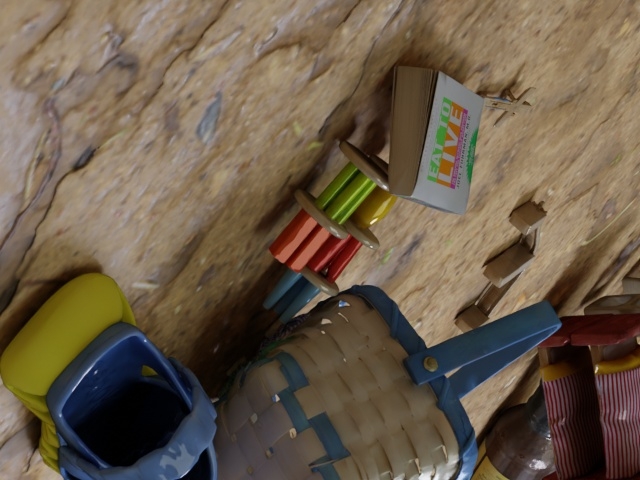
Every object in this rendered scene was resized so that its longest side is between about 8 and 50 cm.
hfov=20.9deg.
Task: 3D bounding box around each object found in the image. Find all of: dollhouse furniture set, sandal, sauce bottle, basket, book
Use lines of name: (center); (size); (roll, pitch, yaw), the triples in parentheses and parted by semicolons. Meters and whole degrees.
dollhouse furniture set: (0.417, 0.164, 2.184); (0.152, 0.201, 0.374); (-4, -169, 41)
sandal: (-0.128, 0.142, 1.234); (0.126, 0.138, 0.317); (-45, 162, -8)
sauce bottle: (0.266, 0.297, 2.337); (0.111, 0.111, 0.344); (-27, 154, -42)
basket: (0.041, 0.146, 1.445); (0.289, 0.201, 0.255); (-13, 157, -41)
book: (0.088, -0.074, 1.327); (0.144, 0.035, 0.096); (11, 87, -70)

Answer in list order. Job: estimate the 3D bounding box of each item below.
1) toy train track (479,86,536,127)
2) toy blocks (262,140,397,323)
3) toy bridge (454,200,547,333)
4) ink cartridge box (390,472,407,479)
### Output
toy train track: (0.152, -0.118, 1.464); (0.048, 0.014, 0.083); (-47, 155, 24)
toy blocks: (0.000, 0.000, 1.329); (0.148, 0.054, 0.123); (-49, 160, 9)
toy bridge: (0.196, 0.024, 1.800); (0.063, 0.026, 0.188); (-32, 156, -40)
ink cartridge box: (0.027, 0.396, 2.052); (0.273, 0.115, 0.198); (-46, 160, 1)
